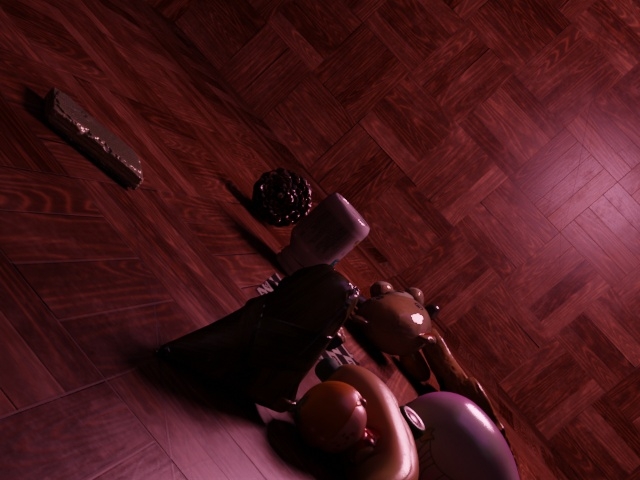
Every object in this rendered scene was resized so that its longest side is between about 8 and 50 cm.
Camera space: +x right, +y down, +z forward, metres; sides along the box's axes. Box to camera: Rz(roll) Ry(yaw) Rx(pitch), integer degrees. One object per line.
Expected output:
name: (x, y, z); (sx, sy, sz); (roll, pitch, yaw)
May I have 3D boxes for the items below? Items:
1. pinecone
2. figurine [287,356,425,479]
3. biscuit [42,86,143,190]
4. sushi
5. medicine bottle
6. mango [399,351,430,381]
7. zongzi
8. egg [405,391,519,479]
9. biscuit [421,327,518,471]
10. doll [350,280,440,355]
pinecone: (-0.104, -0.110, 2.187); (0.163, 0.163, 0.165); (48, -9, 2)
figurine: (0.055, 0.292, 1.230); (0.222, 0.124, 0.324); (45, 13, -15)
biscuit: (-0.393, -0.178, 1.419); (0.199, 0.040, 0.121); (41, 8, -31)
sushi: (0.000, 0.175, 1.726); (0.290, 0.050, 0.264); (48, 9, 0)
medicine bottle: (0.000, 0.000, 1.954); (0.135, 0.215, 0.135); (46, 9, -9)
mango: (0.257, 0.338, 2.219); (0.114, 0.060, 0.080); (53, 12, -21)
zongzi: (-0.079, 0.103, 1.103); (0.242, 0.221, 0.112); (37, -1, -44)
egg: (0.240, 0.399, 1.441); (0.271, 0.196, 0.196); (67, 12, 10)
biscuit: (0.377, 0.428, 2.146); (0.368, 0.076, 0.394); (62, -3, -39)
doll: (0.189, 0.210, 2.161); (0.235, 0.174, 0.330); (17, 5, 3)
